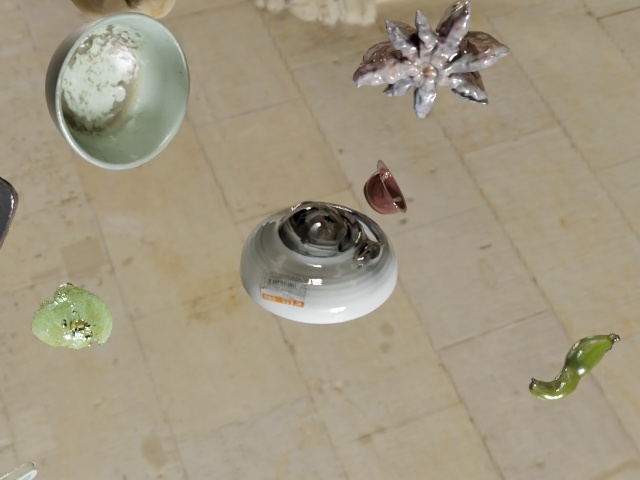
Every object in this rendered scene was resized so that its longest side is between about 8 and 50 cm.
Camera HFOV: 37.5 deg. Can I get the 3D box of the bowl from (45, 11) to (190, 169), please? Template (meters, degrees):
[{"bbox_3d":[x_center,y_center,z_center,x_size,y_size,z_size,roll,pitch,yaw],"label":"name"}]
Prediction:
[{"bbox_3d":[-0.398,-0.286,1.754,0.146,0.289,0.289,21,-49,41],"label":"bowl"}]

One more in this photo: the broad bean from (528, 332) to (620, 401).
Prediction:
[{"bbox_3d":[0.477,0.233,1.762,0.070,0.213,0.048,61,-20,-8],"label":"broad bean"}]

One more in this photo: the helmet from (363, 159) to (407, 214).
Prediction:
[{"bbox_3d":[0.113,-0.091,1.788,0.111,0.057,0.089,61,23,-5],"label":"helmet"}]

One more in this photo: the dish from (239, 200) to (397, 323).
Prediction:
[{"bbox_3d":[0.000,0.000,1.581,0.273,0.273,0.134,-124,-151,-45],"label":"dish"}]

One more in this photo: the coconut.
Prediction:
[{"bbox_3d":[-0.480,0.151,1.836,0.055,0.158,0.133,-153,-121,-61],"label":"coconut"}]

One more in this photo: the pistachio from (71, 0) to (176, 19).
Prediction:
[{"bbox_3d":[-0.421,-0.643,1.970,0.365,0.281,0.446,-114,-165,-45],"label":"pistachio"}]

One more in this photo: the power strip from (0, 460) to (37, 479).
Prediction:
[{"bbox_3d":[-0.720,0.557,2.124,0.030,0.191,0.048,46,-41,18],"label":"power strip"}]

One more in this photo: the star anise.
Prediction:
[{"bbox_3d":[0.167,-0.274,1.447,0.229,0.236,0.093,85,6,-49],"label":"star anise"}]

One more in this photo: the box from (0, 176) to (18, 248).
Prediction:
[{"bbox_3d":[-0.533,-0.042,1.315,0.213,0.201,0.042,-56,-168,35],"label":"box"}]
